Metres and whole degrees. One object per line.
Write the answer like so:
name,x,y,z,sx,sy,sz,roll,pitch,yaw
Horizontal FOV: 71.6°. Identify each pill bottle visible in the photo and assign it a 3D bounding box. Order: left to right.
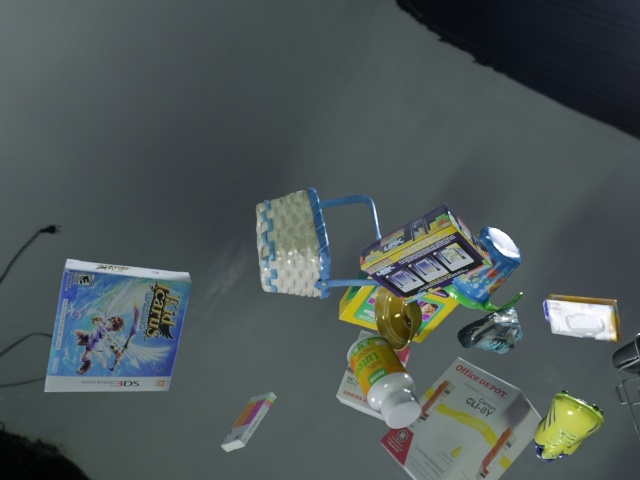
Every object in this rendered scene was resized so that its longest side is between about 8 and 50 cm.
pill bottle,0.178,0.391,1.242,0.136,0.246,0.136,-9,121,-15

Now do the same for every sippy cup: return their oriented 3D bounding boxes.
sippy cup,0.555,0.079,1.537,0.224,0.305,0.240,-53,-171,37

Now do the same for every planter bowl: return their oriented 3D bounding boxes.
planter bowl,0.272,0.248,1.464,0.090,0.217,0.217,-3,130,-24

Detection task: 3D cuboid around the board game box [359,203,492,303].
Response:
board game box,0.174,0.029,0.745,0.170,0.048,0.141,-30,130,29

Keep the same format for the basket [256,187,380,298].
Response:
basket,0.000,0.000,1.027,0.288,0.255,0.201,-7,140,-2

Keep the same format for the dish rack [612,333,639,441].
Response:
dish rack,0.486,0.267,0.552,0.074,0.208,0.272,125,-19,-48

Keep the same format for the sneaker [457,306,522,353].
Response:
sneaker,0.531,0.288,1.345,0.283,0.122,0.110,-11,162,-38

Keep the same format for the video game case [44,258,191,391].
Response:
video game case,-0.424,0.189,0.942,0.244,0.061,0.270,9,102,-28

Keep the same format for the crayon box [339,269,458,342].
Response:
crayon box,0.297,0.227,1.697,0.106,0.362,0.313,-84,-163,-47

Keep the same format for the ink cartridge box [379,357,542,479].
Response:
ink cartridge box,0.414,0.575,1.332,0.384,0.279,0.160,-41,110,-13

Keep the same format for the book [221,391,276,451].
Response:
book,-0.175,0.444,1.093,0.096,0.035,0.144,-37,-172,42

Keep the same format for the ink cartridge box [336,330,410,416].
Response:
ink cartridge box,0.212,0.530,1.751,0.117,0.207,0.283,67,43,-61

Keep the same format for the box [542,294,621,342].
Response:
box,0.518,0.154,0.892,0.028,0.136,0.081,-30,109,-40

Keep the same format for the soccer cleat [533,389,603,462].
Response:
soccer cleat,0.502,0.398,0.916,0.121,0.093,0.289,-50,147,-17
